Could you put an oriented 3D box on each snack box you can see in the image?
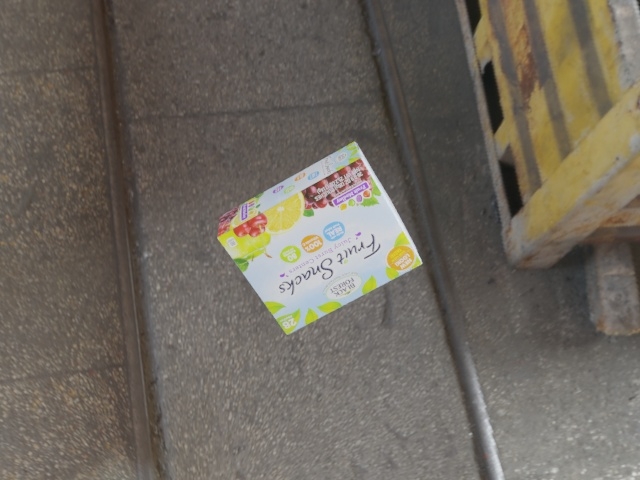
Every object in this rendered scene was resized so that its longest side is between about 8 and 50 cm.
[{"bbox_3d":[0.000,0.000,1.004,0.207,0.070,0.174,-27,116,9],"label":"snack box"}]
